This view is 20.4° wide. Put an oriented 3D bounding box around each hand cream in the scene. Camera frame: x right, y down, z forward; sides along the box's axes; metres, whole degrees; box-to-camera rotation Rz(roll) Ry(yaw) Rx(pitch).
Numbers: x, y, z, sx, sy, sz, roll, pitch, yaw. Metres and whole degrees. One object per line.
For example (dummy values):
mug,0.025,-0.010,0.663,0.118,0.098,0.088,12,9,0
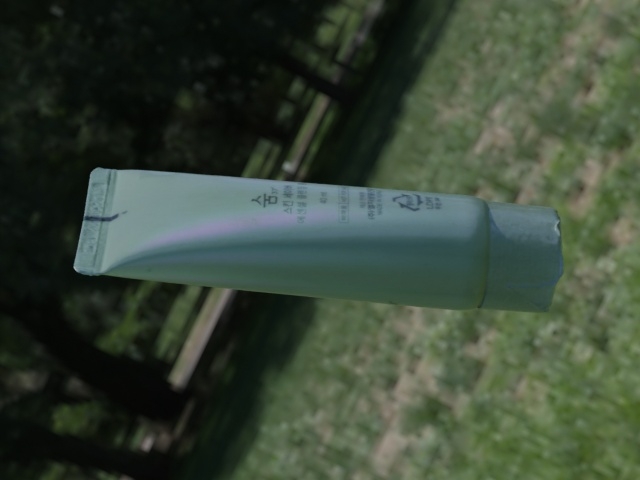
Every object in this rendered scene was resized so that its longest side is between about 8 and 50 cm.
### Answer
hand cream,0.000,0.000,0.764,0.078,0.204,0.050,-89,6,-52
